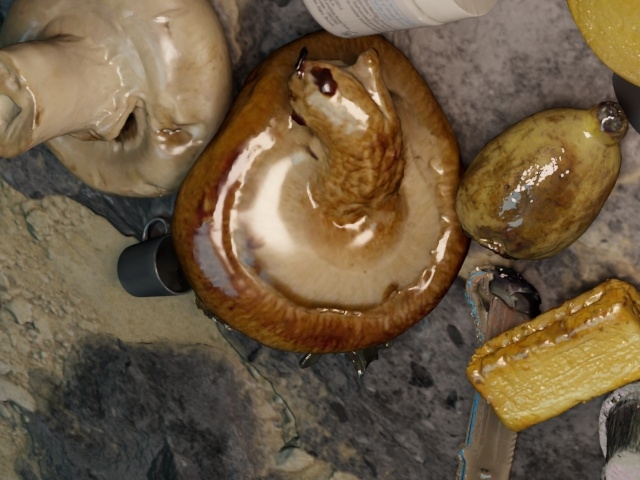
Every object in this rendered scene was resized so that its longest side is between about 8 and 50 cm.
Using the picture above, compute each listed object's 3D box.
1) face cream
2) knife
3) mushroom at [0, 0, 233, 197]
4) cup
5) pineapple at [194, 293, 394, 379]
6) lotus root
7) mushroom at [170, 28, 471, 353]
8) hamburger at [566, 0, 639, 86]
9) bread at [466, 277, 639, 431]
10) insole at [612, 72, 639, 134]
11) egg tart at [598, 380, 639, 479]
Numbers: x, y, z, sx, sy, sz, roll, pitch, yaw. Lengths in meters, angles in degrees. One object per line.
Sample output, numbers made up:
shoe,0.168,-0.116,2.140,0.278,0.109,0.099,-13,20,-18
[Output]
face cream,0.071,-0.286,1.409,0.153,0.177,0.177,-4,119,33
knife,0.202,0.170,1.743,0.089,0.043,0.365,18,130,20
mushroom,-0.247,-0.158,1.615,0.292,0.290,0.293,15,124,25
cup,-0.205,0.022,1.869,0.077,0.078,0.100,-9,82,40
pineapple,-0.025,0.085,1.771,0.237,0.119,0.111,25,153,17
lotus root,0.230,-0.063,1.509,0.138,0.138,0.214,46,117,-4
mushroom,0.009,-0.042,1.536,0.345,0.345,0.259,59,166,-16
hamburger,0.318,-0.234,1.338,0.189,0.122,0.215,27,135,20
bread,0.264,0.124,1.614,0.211,0.083,0.114,-28,114,24
insole,0.352,-0.100,1.486,0.064,0.004,0.188,-26,106,41
egg tart,0.380,0.261,1.619,0.234,0.094,0.234,41,148,33
